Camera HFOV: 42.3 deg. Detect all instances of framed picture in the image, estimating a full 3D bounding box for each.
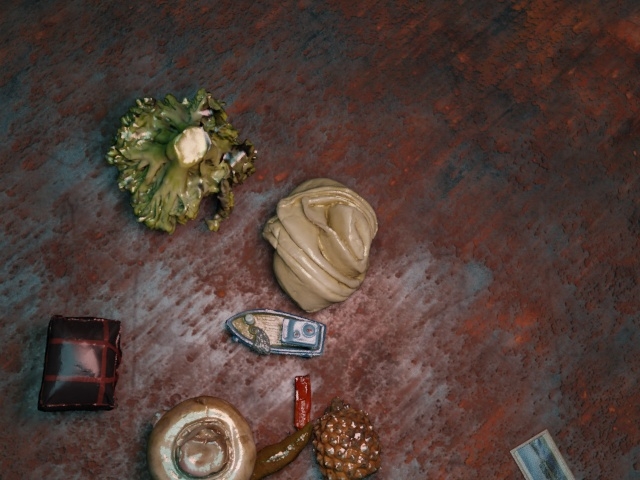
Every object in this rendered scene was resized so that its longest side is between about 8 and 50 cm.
[{"bbox_3d":[0.532,0.542,1.972,0.109,0.011,0.149,-28,83,-11],"label":"framed picture"}]

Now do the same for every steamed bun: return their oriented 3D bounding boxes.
[{"bbox_3d":[0.002,0.002,1.927,0.276,0.203,0.289,42,78,3],"label":"steamed bun"}]

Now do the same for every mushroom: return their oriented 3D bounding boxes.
[{"bbox_3d":[-0.267,0.463,1.819,0.255,0.184,0.255,0,88,-1],"label":"mushroom"}]

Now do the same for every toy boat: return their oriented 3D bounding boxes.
[{"bbox_3d":[-0.105,0.213,1.928,0.238,0.098,0.109,9,75,-4],"label":"toy boat"}]

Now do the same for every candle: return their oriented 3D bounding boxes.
[{"bbox_3d":[-0.047,0.392,1.920,0.048,0.053,0.162,6,83,-36],"label":"candle"}]

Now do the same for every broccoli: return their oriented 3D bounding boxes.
[{"bbox_3d":[-0.316,-0.184,1.932,0.334,0.272,0.324,-21,121,-16],"label":"broccoli"}]

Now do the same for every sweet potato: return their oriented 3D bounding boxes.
[{"bbox_3d":[-0.122,0.508,1.882,0.274,0.067,0.067,-39,85,-1],"label":"sweet potato"}]

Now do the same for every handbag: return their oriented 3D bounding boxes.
[{"bbox_3d":[-0.530,0.276,1.842,0.169,0.155,0.215,7,76,-18],"label":"handbag"}]

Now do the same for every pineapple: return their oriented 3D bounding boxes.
[{"bbox_3d":[0.057,0.448,1.870,0.166,0.166,0.193,-13,81,-8],"label":"pineapple"}]
